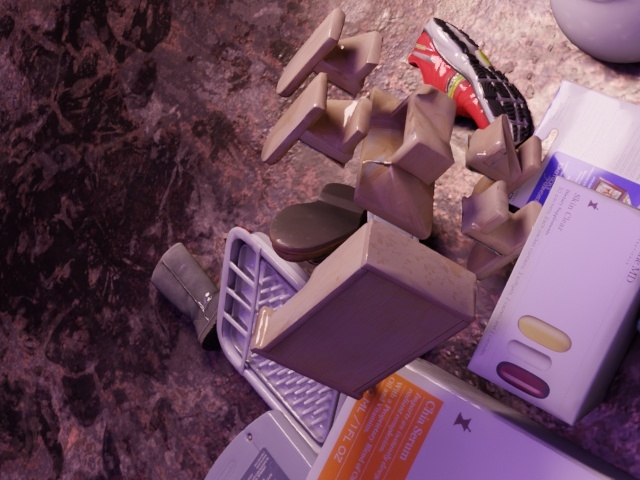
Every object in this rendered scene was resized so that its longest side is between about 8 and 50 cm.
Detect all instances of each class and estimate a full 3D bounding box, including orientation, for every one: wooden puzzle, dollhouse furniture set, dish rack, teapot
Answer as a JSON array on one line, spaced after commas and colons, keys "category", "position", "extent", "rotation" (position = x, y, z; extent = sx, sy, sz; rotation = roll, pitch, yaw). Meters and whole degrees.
[{"category": "wooden puzzle", "position": [-0.149, -0.002, 1.625], "extent": [0.083, 0.006, 0.049], "rotation": [24, 90, 37]}, {"category": "dollhouse furniture set", "position": [0.076, -0.029, 1.183], "extent": [0.256, 0.362, 0.394], "rotation": [-42, 28, 44]}, {"category": "dish rack", "position": [-0.043, 0.156, 1.400], "extent": [0.333, 0.072, 0.285], "rotation": [43, 137, 36]}, {"category": "teapot", "position": [0.423, -0.388, 1.237], "extent": [0.256, 0.187, 0.252], "rotation": [-8, 71, 34]}]

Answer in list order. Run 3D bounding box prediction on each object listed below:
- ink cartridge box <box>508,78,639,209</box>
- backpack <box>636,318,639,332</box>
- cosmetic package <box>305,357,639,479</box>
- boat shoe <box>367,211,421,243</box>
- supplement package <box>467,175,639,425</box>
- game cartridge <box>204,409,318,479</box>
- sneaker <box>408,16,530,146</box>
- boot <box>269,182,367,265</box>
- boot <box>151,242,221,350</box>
[{"category": "ink cartridge box", "position": [0.393, -0.105, 1.256], "extent": [0.208, 0.045, 0.206], "rotation": [32, 96, 35]}, {"category": "backpack", "position": [0.473, 0.099, 1.048], "extent": [0.166, 0.188, 0.144], "rotation": [-39, 57, 18]}, {"category": "cosmetic package", "position": [0.224, 0.342, 1.163], "extent": [0.453, 0.161, 0.230], "rotation": [26, 91, 37]}, {"category": "boat shoe", "position": [0.112, 0.051, 1.379], "extent": [0.114, 0.091, 0.302], "rotation": [10, 83, 11]}, {"category": "supplement package", "position": [0.329, 0.073, 1.110], "extent": [0.145, 0.204, 0.262], "rotation": [27, 101, 25]}, {"category": "game cartridge", "position": [-0.106, 0.427, 1.411], "extent": [0.196, 0.060, 0.294], "rotation": [44, 110, 31]}, {"category": "sneaker", "position": [0.230, -0.231, 1.396], "extent": [0.118, 0.107, 0.279], "rotation": [-53, 48, 33]}, {"category": "boot", "position": [0.000, 0.000, 1.357], "extent": [0.112, 0.305, 0.115], "rotation": [23, 110, 14]}, {"category": "boot", "position": [-0.210, 0.075, 1.613], "extent": [0.189, 0.076, 0.208], "rotation": [-48, 48, 11]}]
